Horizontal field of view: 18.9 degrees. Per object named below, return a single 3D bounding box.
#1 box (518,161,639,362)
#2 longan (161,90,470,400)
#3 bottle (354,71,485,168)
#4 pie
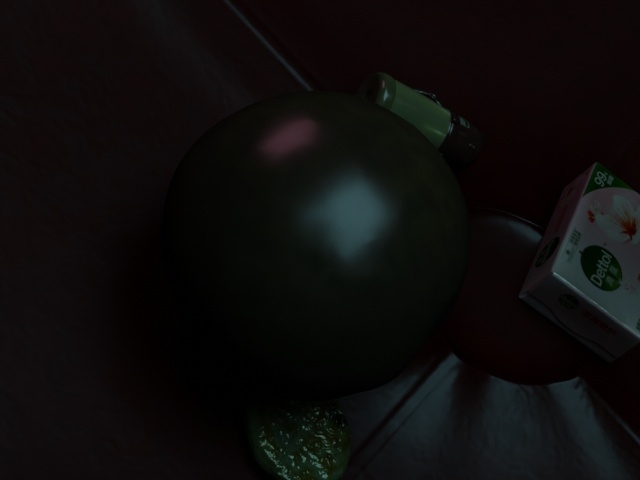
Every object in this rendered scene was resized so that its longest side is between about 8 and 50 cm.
[{"bbox_3d":[0.208,0.016,1.418,0.089,0.043,0.125,35,49,-10],"label":"box"},{"bbox_3d":[0.000,0.000,1.200,0.212,0.198,0.198,-21,76,-40],"label":"longan"},{"bbox_3d":[0.072,-0.080,1.389,0.101,0.047,0.063,24,80,-25],"label":"bottle"},{"bbox_3d":[-0.014,0.124,1.226,0.085,0.017,0.085,17,55,-26],"label":"pie"}]
